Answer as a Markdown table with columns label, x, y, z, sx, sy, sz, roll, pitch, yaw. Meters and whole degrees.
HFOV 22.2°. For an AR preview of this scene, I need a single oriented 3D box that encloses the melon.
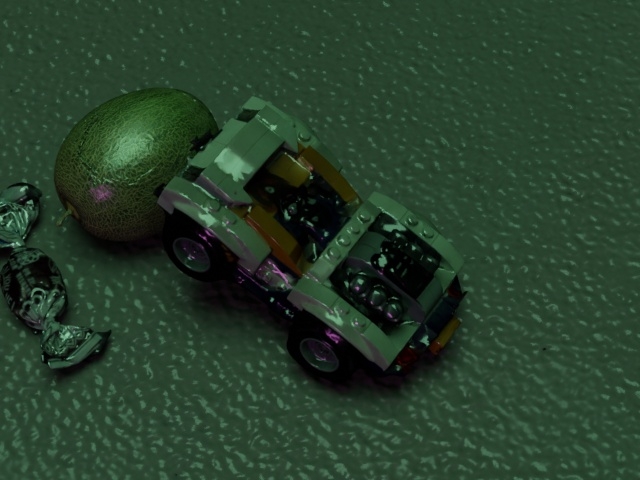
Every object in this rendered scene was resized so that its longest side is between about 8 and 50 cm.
| label | x | y | z | sx | sy | sz | roll | pitch | yaw |
| --- | --- | --- | --- | --- | --- | --- | --- | --- | --- |
| melon | -0.184 | -0.072 | 1.600 | 0.192 | 0.139 | 0.139 | -37 | 61 | -21 |

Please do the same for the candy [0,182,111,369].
| label | x | y | z | sx | sy | sz | roll | pitch | yaw |
| --- | --- | --- | --- | --- | --- | --- | --- | --- | --- |
| candy | -0.274 | 0.033 | 1.574 | 0.094 | 0.051 | 0.226 | -17 | 54 | -16 |

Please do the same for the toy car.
| label | x | y | z | sx | sy | sz | roll | pitch | yaw |
| --- | --- | --- | --- | --- | --- | --- | --- | --- | --- |
| toy car | 0.002 | 0.000 | 1.526 | 0.301 | 0.118 | 0.193 | 37 | 53 | 5 |
